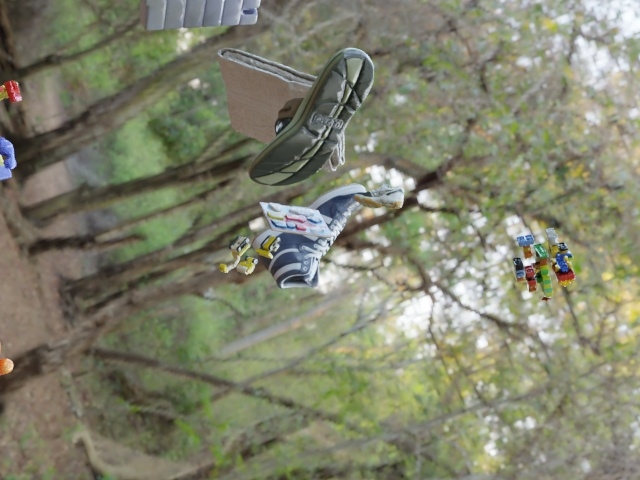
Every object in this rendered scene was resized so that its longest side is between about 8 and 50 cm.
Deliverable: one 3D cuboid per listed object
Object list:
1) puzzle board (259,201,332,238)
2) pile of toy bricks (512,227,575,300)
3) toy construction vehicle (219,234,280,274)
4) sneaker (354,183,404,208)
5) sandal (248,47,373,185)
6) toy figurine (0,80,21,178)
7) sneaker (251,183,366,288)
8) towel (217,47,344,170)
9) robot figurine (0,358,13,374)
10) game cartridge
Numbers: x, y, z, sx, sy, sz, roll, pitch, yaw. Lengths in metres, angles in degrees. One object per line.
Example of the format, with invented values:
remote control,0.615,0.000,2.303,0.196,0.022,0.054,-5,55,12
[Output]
puzzle board,-0.048,-0.041,2.007,0.011,0.128,0.096,-68,-151,28
pile of toy bricks,0.443,0.066,2.066,0.212,0.118,0.105,-89,166,-69
toy construction vehicle,-0.129,0.029,1.918,0.085,0.098,0.035,14,-40,33
sneaker,0.095,-0.072,1.662,0.032,0.083,0.037,50,51,-58
sandal,-0.016,-0.213,1.812,0.120,0.303,0.086,20,28,-41
toy figurine,-0.732,-0.161,2.075,0.191,0.362,0.217,-38,111,-62
sneaker,0.000,0.000,2.297,0.153,0.282,0.099,63,6,28
towel,-0.076,-0.247,1.980,0.282,0.049,0.187,24,-40,30
robot figurine,-0.643,0.191,1.875,0.219,0.128,0.158,-1,-66,66
game cartridge,-0.198,-0.530,1.826,0.355,0.230,0.068,107,-30,-45
